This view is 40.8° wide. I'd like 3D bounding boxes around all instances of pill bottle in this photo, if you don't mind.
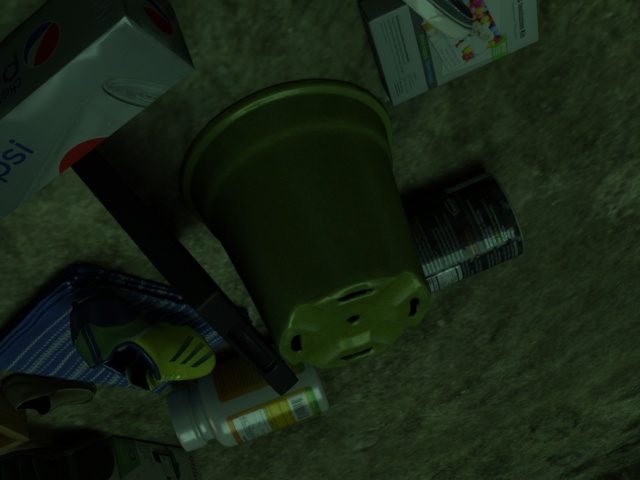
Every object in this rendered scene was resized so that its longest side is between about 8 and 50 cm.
[{"bbox_3d":[-0.120,0.257,1.418,0.245,0.136,0.136,-20,147,-3],"label":"pill bottle"},{"bbox_3d":[0.153,0.007,1.225,0.245,0.130,0.130,-23,147,1],"label":"pill bottle"}]

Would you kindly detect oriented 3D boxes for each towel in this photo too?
[{"bbox_3d":[-0.289,0.145,1.248,0.243,0.040,0.336,-39,144,25],"label":"towel"}]

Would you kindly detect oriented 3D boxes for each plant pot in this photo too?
[{"bbox_3d":[0.000,0.000,1.011,0.276,0.254,0.276,-16,147,-10],"label":"plant pot"}]

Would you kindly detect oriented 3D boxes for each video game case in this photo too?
[{"bbox_3d":[-0.151,0.032,0.957,0.035,0.275,0.248,-42,148,-7],"label":"video game case"}]

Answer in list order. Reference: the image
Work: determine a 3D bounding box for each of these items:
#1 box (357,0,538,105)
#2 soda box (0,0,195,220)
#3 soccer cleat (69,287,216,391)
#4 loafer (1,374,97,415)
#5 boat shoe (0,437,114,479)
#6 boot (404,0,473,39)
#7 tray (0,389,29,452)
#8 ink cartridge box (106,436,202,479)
[{"bbox_3d":[0.146,-0.241,0.950,0.186,0.038,0.145,-25,147,1],"label":"box"},{"bbox_3d":[-0.262,-0.132,0.815,0.286,0.091,0.098,-33,146,17],"label":"soda box"},{"bbox_3d":[-0.231,0.159,1.159,0.093,0.121,0.289,-29,150,12],"label":"soccer cleat"},{"bbox_3d":[-0.407,0.237,1.299,0.148,0.050,0.056,9,136,-39],"label":"loafer"},{"bbox_3d":[-0.467,0.390,1.380,0.104,0.111,0.307,-15,168,24],"label":"boat shoe"},{"bbox_3d":[0.100,-0.273,0.816,0.190,0.069,0.086,31,118,-31],"label":"boot"},{"bbox_3d":[-0.594,0.218,1.141,0.202,0.076,0.411,-25,146,4],"label":"tray"},{"bbox_3d":[-0.312,0.461,1.578,0.092,0.160,0.219,-36,146,20],"label":"ink cartridge box"}]
